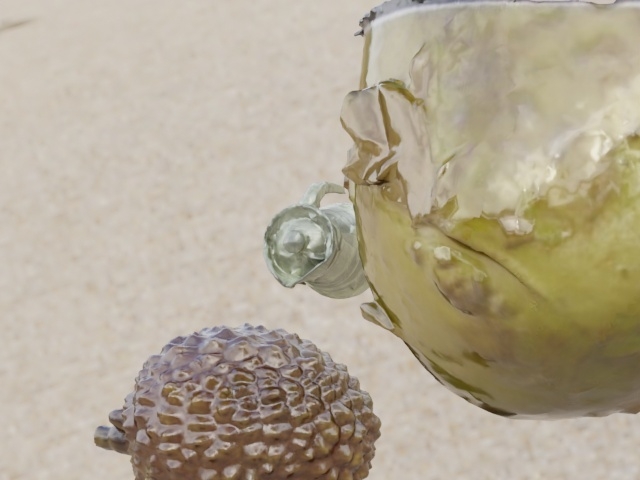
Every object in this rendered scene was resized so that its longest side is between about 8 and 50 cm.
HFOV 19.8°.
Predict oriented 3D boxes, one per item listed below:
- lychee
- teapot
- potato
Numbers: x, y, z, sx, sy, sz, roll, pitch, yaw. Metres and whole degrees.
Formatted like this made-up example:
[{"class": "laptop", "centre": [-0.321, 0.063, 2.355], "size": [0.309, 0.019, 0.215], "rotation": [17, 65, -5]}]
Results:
[{"class": "lychee", "centre": [-0.070, 0.157, 1.441], "size": [0.238, 0.200, 0.200], "rotation": [-3, 16, 17]}, {"class": "teapot", "centre": [0.000, 0.000, 1.036], "size": [0.057, 0.067, 0.083], "rotation": [6, 1, 20]}, {"class": "potato", "centre": [0.162, -0.006, 0.906], "size": [0.299, 0.196, 0.246], "rotation": [2, -7, 18]}]
